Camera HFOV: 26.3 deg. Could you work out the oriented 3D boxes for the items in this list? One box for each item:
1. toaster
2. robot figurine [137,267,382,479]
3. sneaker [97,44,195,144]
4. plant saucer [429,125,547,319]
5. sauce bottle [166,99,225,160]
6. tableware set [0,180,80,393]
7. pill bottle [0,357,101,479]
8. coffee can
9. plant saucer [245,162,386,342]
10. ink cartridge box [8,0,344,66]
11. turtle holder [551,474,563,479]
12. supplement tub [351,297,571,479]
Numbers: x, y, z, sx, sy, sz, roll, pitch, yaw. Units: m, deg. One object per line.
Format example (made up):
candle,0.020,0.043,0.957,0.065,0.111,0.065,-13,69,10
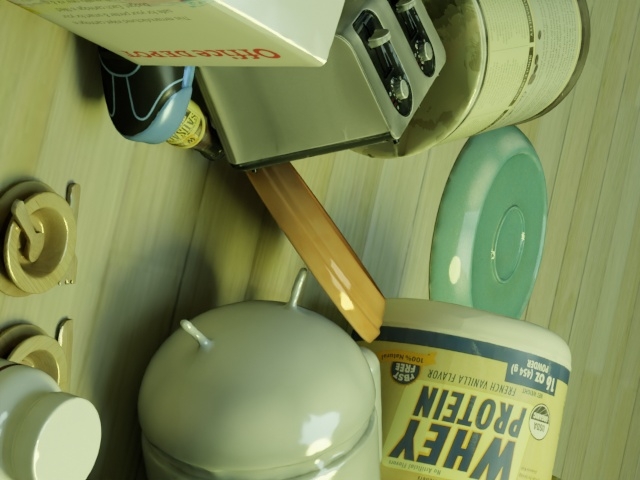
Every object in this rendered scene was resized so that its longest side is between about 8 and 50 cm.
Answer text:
toaster,-0.005,-0.145,1.150,0.110,0.185,0.168,67,30,-23
robot figurine,-0.047,0.200,1.172,0.300,0.199,0.354,-33,128,-44
sneaker,-0.146,-0.185,0.997,0.090,0.081,0.232,-9,101,-56
plant saucer,0.228,0.003,1.767,0.317,0.043,0.318,-28,124,-54
sauce bottle,-0.115,-0.098,1.113,0.128,0.042,0.042,30,73,-58
tableware set,-0.209,0.054,0.999,0.128,0.039,0.194,-12,110,-59
pill bottle,-0.221,0.116,0.881,0.086,0.152,0.086,-29,124,-54
coffee can,0.124,-0.197,1.342,0.275,0.201,0.202,-20,117,-58
plant saucer,0.000,0.000,1.215,0.037,0.200,0.200,-35,145,3
ink cartridge box,-0.124,-0.241,0.813,0.270,0.198,0.197,24,79,-44
turtle holder,0.254,0.399,1.797,0.320,0.243,0.227,53,27,-10
supplement tub,0.117,0.234,1.375,0.228,0.228,0.316,31,68,-60
